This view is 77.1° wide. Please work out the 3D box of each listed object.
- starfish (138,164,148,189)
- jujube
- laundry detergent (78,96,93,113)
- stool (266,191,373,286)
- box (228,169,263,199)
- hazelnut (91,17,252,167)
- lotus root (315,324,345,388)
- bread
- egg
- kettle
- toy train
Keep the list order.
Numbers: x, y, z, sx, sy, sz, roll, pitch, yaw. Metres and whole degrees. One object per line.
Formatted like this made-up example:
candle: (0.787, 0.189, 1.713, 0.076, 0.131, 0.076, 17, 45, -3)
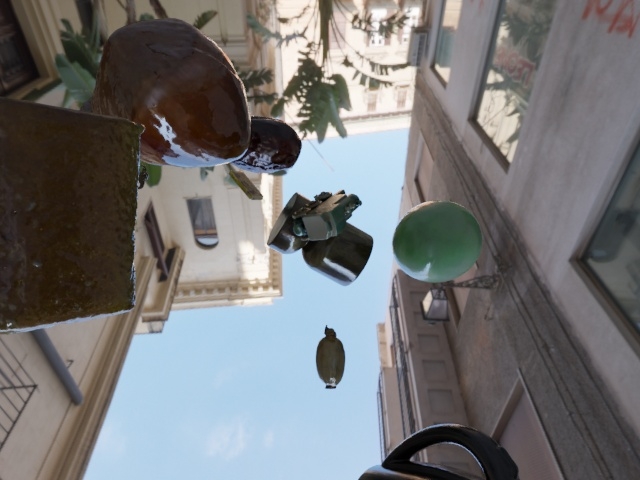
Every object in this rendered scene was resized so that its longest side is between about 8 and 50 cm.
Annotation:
starfish: (-0.620, -0.214, 1.375, 0.091, 0.078, 0.028, -16, 172, 29)
jujube: (-0.178, -0.292, 1.209, 0.243, 0.183, 0.183, 13, -147, -15)
laundry detergent: (-0.777, -0.484, 1.439, 0.237, 0.076, 0.171, -26, -137, 8)
stool: (0.000, 0.000, 1.178, 0.264, 0.179, 0.179, 29, -146, -13)
box: (-0.283, -0.211, 1.538, 0.149, 0.020, 0.073, 49, -155, 15)
hazelnut: (-0.322, -0.308, 0.917, 0.372, 0.315, 0.372, 31, 180, 0)
lotus root: (0.023, 0.274, 0.933, 0.062, 0.150, 0.073, -2, -179, -43)
bread: (-0.223, -0.020, 0.325, 0.103, 0.172, 0.132, 10, -171, 41)
egg: (0.311, 0.004, 1.083, 0.270, 0.220, 0.220, -23, -139, -39)
kettle: (0.203, 0.444, 0.647, 0.207, 0.290, 0.268, 19, -125, -35)
toy train: (0.020, -0.063, 0.942, 0.125, 0.080, 0.194, -3, -155, 36)
